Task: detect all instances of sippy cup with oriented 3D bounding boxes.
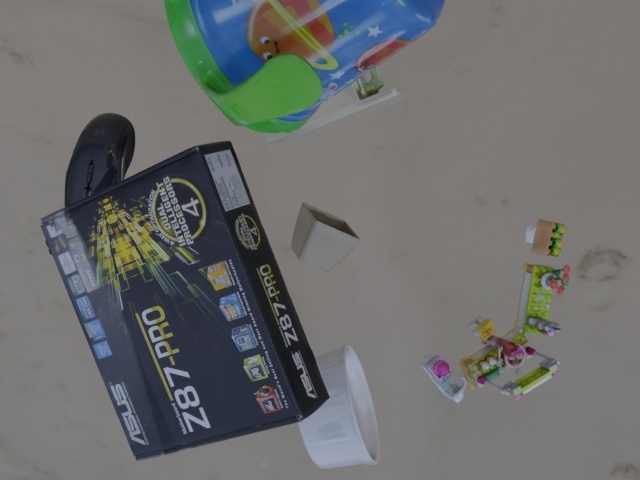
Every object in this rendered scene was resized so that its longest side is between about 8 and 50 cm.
[{"bbox_3d":[-0.002,-0.256,0.940,0.224,0.305,0.240,-20,163,33],"label":"sippy cup"}]

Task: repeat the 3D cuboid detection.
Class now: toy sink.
[{"bbox_3d":[0.012,-0.262,1.541,0.234,0.153,0.131,-20,93,14],"label":"toy sink"}]

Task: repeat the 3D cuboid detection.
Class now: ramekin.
[{"bbox_3d":[0.035,0.387,2.086,0.135,0.277,0.277,-15,135,9],"label":"ramekin"}]

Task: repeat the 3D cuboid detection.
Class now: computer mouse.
[{"bbox_3d":[-0.339,-0.083,1.491,0.184,0.261,0.060,15,170,8],"label":"computer mouse"}]

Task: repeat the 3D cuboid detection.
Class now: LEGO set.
[{"bbox_3d":[0.272,0.109,1.200,0.132,0.287,0.107,44,171,-20],"label":"LEGO set"}]

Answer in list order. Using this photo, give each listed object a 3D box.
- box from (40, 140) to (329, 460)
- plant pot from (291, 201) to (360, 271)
[{"bbox_3d":[-0.199,0.094,1.305,0.318,0.097,0.394,-19,93,32],"label":"box"},{"bbox_3d":[0.000,0.000,1.860,0.109,0.109,0.096,23,104,-24],"label":"plant pot"}]
